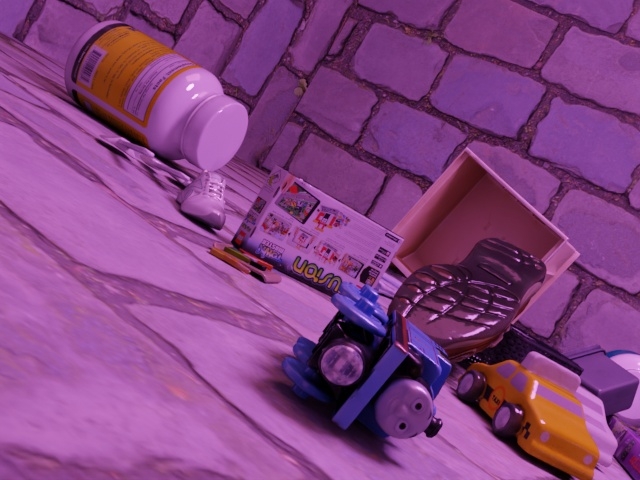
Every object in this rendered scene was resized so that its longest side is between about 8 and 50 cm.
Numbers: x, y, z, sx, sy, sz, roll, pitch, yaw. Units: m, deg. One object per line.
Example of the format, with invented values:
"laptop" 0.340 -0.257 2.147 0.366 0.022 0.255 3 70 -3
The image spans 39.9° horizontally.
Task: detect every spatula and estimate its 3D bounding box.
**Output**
"spatula" -0.234 -0.105 1.296 0.168 0.019 0.242 35 -4 -26

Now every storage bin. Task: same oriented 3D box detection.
"storage bin" 0.277 0.171 1.274 0.180 0.084 0.122 29 4 -38
"storage bin" 0.417 0.230 1.360 0.135 0.098 0.091 -5 26 -36
"storage bin" 0.288 0.019 1.635 0.262 0.260 0.123 48 12 29

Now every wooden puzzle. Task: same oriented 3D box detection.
"wooden puzzle" -0.079 0.023 0.969 0.079 0.014 0.116 31 4 5

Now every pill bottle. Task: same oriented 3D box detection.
"pill bottle" -0.307 -0.269 1.675 0.334 0.188 0.188 33 4 21
"pill bottle" 0.614 0.296 1.768 0.146 0.146 0.264 32 3 14

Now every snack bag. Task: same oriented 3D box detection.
"snack bag" 0.066 0.037 1.733 0.323 0.037 0.342 34 5 31

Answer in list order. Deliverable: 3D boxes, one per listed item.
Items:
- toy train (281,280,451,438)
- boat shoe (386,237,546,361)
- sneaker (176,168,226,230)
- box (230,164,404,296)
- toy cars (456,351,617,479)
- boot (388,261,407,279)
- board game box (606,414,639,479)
"toy train" 0.038 0.085 0.613 0.105 0.080 0.184 37 4 2
"boat shoe" 0.179 0.096 1.085 0.123 0.119 0.324 35 30 25
"sneaker" -0.147 -0.057 1.127 0.054 0.061 0.152 31 5 -24
"box" 0.000 0.000 1.122 0.207 0.114 0.036 29 4 -34
"toy cars" 0.262 0.180 1.001 0.176 0.087 0.394 33 4 24
"boot" 0.278 0.100 1.899 0.269 0.089 0.236 36 -4 6
"board game box" 0.502 0.334 1.190 0.208 0.056 0.347 35 4 7
